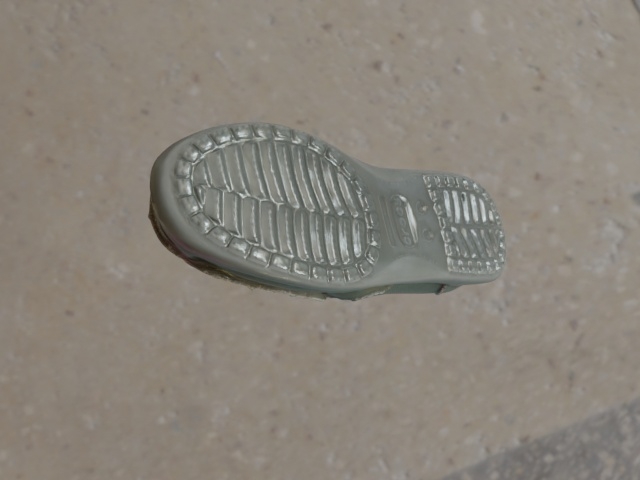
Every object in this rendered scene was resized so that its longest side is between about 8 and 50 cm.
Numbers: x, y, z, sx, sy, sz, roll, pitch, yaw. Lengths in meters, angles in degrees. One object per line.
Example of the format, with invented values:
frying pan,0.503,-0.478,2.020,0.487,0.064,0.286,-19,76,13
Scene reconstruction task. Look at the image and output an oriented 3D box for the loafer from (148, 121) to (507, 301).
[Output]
loafer,0.000,0.000,0.738,0.087,0.251,0.094,-28,62,43
